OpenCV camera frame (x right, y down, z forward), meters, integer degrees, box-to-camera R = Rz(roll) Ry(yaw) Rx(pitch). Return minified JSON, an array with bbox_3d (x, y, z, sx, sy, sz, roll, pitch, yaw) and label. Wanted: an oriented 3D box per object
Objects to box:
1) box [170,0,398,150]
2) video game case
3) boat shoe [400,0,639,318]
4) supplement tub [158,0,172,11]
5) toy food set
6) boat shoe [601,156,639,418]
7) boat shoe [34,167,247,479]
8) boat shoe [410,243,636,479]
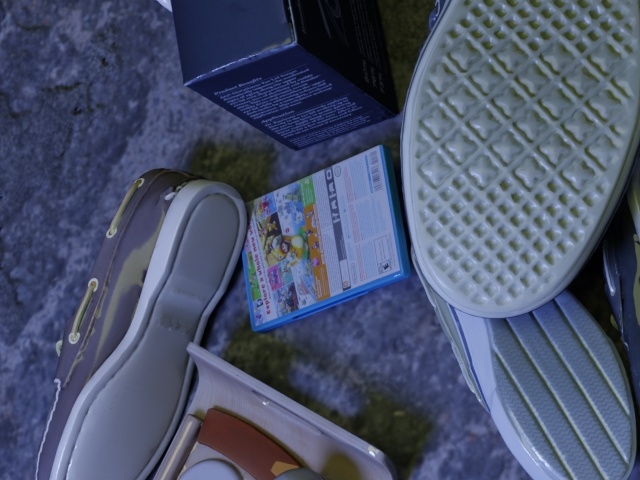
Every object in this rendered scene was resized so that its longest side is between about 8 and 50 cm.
[{"bbox_3d":[-0.033,-0.185,1.551,0.108,0.207,0.153,-18,68,22],"label":"box"},{"bbox_3d":[0.000,0.000,1.575,0.166,0.015,0.119,-22,66,33],"label":"video game case"},{"bbox_3d":[0.171,-0.171,1.462,0.187,0.156,0.500,5,72,7],"label":"boat shoe"},{"bbox_3d":[-0.114,-0.261,1.696,0.071,0.071,0.107,38,95,31],"label":"supplement tub"},{"bbox_3d":[-0.093,0.266,1.522,0.220,0.092,0.306,27,89,31],"label":"toy food set"},{"bbox_3d":[0.262,0.051,1.419,0.079,0.084,0.233,154,114,-62],"label":"boat shoe"},{"bbox_3d":[-0.173,0.090,1.606,0.096,0.116,0.324,19,85,40],"label":"boat shoe"},{"bbox_3d":[0.158,0.080,1.446,0.109,0.094,0.302,-17,62,-13],"label":"boat shoe"}]
